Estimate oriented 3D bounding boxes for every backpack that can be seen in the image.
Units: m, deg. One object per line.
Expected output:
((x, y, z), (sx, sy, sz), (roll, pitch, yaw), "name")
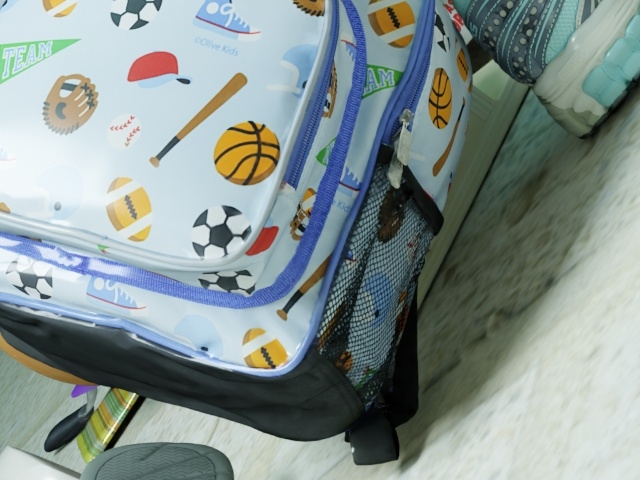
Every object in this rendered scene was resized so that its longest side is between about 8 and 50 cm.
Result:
((-0.054, -0.060, 0.900), (0.213, 0.276, 0.263), (70, -140, -60), "backpack")

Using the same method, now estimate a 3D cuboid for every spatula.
((-0.242, 0.163, 1.825), (0.084, 0.030, 0.296), (-58, 3, -35), "spatula")

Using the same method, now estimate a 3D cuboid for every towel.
((-0.155, 0.108, 1.689), (0.237, 0.021, 0.102), (-56, 14, -2), "towel")

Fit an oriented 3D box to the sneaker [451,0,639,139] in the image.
((0.128, -0.171, 1.006), (0.110, 0.122, 0.283), (-50, 12, 22), "sneaker")

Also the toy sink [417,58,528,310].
((0.016, -0.050, 1.112), (0.234, 0.131, 0.153), (-61, 12, -27), "toy sink")

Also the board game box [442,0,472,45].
((0.091, -0.168, 1.289), (0.193, 0.045, 0.147), (-51, 7, -30), "board game box")

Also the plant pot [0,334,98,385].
((-0.153, -0.041, 1.499), (0.203, 0.291, 0.291), (-22, 32, 42), "plant pot")

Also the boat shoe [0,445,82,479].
((-0.215, 0.250, 1.319), (0.340, 0.127, 0.158), (139, 155, -75), "boat shoe")

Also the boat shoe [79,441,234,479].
((-0.094, 0.216, 0.913), (0.320, 0.118, 0.103), (-93, 1, -68), "boat shoe")
